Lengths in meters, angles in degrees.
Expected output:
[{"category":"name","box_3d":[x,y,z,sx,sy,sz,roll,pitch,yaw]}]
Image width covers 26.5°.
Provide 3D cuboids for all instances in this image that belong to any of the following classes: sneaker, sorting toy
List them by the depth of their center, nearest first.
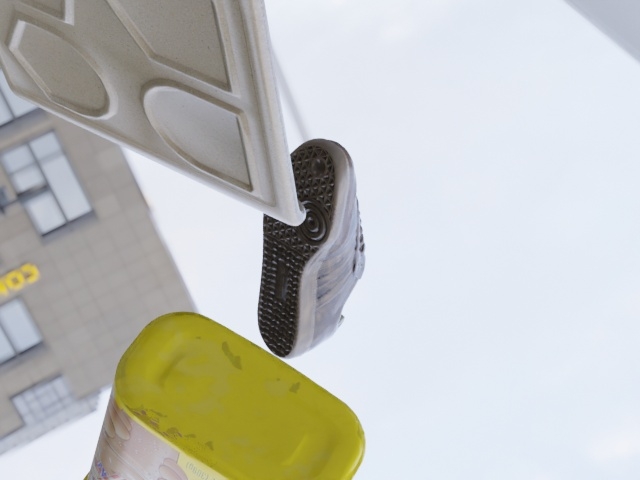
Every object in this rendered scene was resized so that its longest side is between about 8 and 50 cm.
[{"category":"sorting toy","box_3d":[-0.146,-0.132,0.750,0.307,0.229,0.041,25,-114,21]},{"category":"sneaker","box_3d":[0.000,0.000,0.996,0.071,0.188,0.066,-23,-130,-41]}]

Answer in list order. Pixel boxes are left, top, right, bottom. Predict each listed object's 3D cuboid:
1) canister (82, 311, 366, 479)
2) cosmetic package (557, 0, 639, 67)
[{"category":"canister","box_3d":[-0.055,0.121,0.671,0.126,0.170,0.073,31,-128,6]},{"category":"cosmetic package","box_3d":[0.220,-0.226,0.843,0.217,0.385,0.156,-53,-161,14]}]
